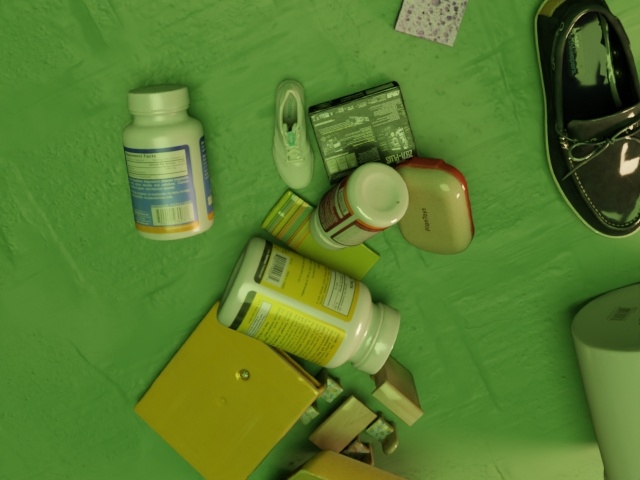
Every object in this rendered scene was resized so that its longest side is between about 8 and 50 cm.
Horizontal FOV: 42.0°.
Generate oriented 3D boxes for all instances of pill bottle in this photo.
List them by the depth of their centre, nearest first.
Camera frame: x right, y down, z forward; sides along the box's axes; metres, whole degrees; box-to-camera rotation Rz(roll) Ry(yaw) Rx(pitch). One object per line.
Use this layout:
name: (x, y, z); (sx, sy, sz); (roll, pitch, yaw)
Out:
pill bottle: (0.065, -0.056, 1.563); (0.121, 0.221, 0.121); (6, 73, -21)
pill bottle: (-0.289, -0.149, 1.567); (0.152, 0.152, 0.272); (-5, 108, 0)
pill bottle: (-0.021, 0.139, 1.650); (0.334, 0.188, 0.188); (24, 106, -9)

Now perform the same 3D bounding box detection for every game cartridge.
game cartridge: (-0.196, 0.329, 1.738); (0.285, 0.052, 0.324); (42, 107, 8)

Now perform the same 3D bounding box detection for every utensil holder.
utensil holder: (0.695, 0.313, 1.655); (0.327, 0.327, 0.385); (-17, 107, 4)

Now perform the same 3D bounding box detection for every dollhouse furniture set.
dollhouse furniture set: (0.083, 0.367, 1.742); (0.212, 0.161, 0.242); (41, 103, -13)

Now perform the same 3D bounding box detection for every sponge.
sponge: (0.222, -0.473, 1.533); (0.117, 0.031, 0.210); (16, 107, -6)

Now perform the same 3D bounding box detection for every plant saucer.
plant saucer: (0.072, 0.544, 1.774); (0.332, 0.081, 0.333); (23, 148, -9)

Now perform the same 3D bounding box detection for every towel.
towel: (0.000, 0.000, 1.694); (0.237, 0.021, 0.102); (36, 110, -13)

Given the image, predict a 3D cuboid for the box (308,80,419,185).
box: (0.082, -0.206, 1.594); (0.180, 0.077, 0.147); (-17, 108, 5)

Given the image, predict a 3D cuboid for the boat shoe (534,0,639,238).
boat shoe: (0.519, -0.221, 1.561); (0.186, 0.156, 0.500); (-17, 109, 3)

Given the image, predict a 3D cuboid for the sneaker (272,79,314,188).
sneaker: (-0.056, -0.194, 1.587); (0.080, 0.094, 0.212); (-7, 109, 0)

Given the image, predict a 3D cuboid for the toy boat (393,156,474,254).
toy boat: (0.229, -0.084, 1.612); (0.151, 0.151, 0.231); (9, 139, 27)
